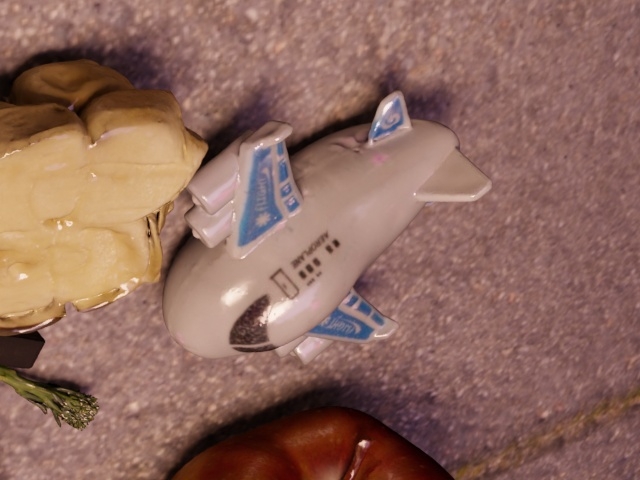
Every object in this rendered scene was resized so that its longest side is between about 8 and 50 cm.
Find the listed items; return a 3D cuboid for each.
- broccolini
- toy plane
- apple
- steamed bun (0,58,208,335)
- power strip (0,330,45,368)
[{"bbox_3d":[-0.222,0.104,1.403,0.030,0.035,0.140,-37,134,21],"label":"broccolini"},{"bbox_3d":[-0.003,-0.003,1.420,0.267,0.122,0.266,-20,135,-22],"label":"toy plane"},{"bbox_3d":[-0.017,0.297,1.548,0.288,0.288,0.316,-8,136,-35],"label":"apple"},{"bbox_3d":[-0.174,-0.042,1.261,0.192,0.106,0.177,-22,139,-12],"label":"steamed bun"},{"bbox_3d":[-0.250,0.066,1.336,0.111,0.038,0.029,14,112,-46],"label":"power strip"}]
